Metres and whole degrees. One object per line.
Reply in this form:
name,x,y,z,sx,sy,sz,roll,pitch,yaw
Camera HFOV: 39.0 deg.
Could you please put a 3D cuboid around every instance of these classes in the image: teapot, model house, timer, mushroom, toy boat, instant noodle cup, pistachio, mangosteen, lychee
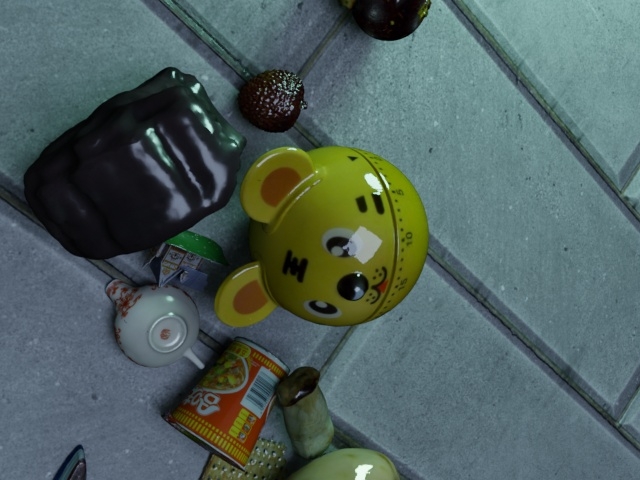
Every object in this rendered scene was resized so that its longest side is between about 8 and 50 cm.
teapot,-0.295,0.167,1.688,0.159,0.116,0.245,-49,126,-25
model house,-0.267,0.034,1.675,0.167,0.117,0.088,22,106,-33
timer,0.000,0.000,1.665,0.387,0.376,0.376,-5,103,-36
mushroom,-0.025,0.354,1.812,0.100,0.081,0.312,-34,147,-17
toy boat,-0.476,0.495,1.683,0.080,0.046,0.229,18,93,-28
instant noodle cup,-0.170,0.305,1.750,0.193,0.193,0.212,43,70,-29
pistachio,0.041,0.552,1.875,0.321,0.238,0.229,-4,78,-32
mangosteen,0.110,-0.488,1.742,0.217,0.192,0.192,21,90,7
lychee,-0.090,-0.262,1.697,0.129,0.123,0.123,14,93,-23

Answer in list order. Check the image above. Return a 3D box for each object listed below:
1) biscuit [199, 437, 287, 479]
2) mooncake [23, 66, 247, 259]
biscuit,-0.147,0.472,1.879,0.203,0.016,0.144,21,90,-31
mooncake,-0.296,-0.127,1.462,0.350,0.381,0.212,-36,110,-5
